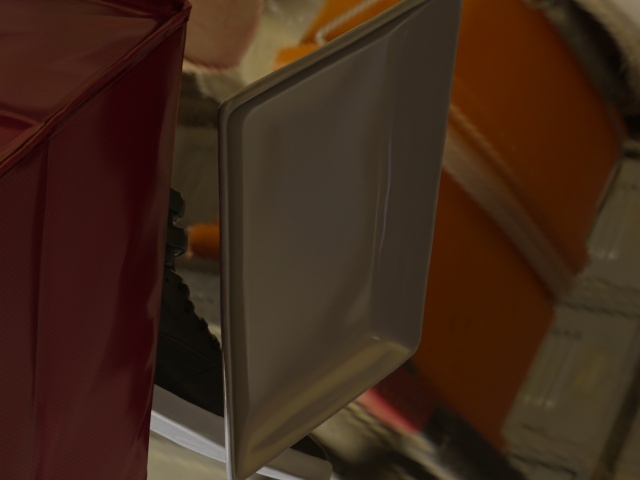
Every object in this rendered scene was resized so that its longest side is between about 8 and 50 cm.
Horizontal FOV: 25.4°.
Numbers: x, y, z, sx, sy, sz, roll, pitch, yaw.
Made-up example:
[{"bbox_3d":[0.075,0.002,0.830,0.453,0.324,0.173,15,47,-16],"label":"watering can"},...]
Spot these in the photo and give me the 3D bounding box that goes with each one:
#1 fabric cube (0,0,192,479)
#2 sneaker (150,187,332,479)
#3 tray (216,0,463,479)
[{"bbox_3d":[-0.221,0.033,0.563,0.254,0.259,0.258,17,122,11],"label":"fabric cube"},{"bbox_3d":[-0.096,0.045,0.929,0.296,0.147,0.104,31,162,-10],"label":"sneaker"},{"bbox_3d":[0.000,0.000,0.700,0.030,0.145,0.270,40,147,30],"label":"tray"}]
